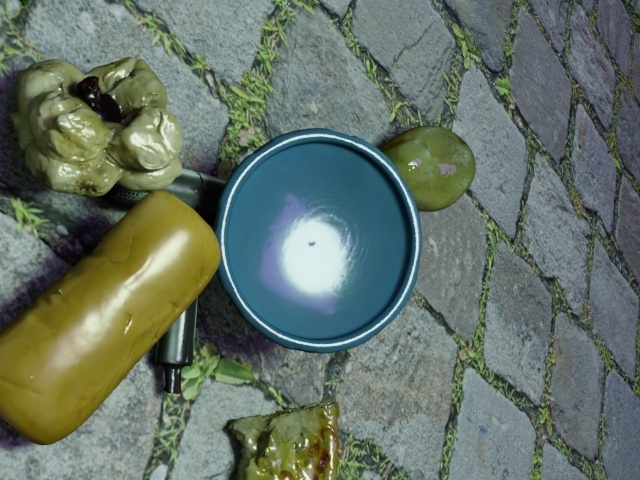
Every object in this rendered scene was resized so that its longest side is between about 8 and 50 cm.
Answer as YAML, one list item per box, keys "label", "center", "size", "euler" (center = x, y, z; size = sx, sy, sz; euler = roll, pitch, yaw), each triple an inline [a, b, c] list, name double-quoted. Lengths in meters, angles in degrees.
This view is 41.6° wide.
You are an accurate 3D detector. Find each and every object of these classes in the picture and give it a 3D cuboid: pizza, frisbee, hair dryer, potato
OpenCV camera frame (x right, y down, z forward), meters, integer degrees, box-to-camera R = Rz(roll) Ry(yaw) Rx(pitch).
- label: "pizza"
  center: [-0.046, 0.345, 1.133]
  size: [0.223, 0.090, 0.323]
  euler: [42, 50, -42]
- label: "frisbee"
  center: [-0.003, 0.000, 1.082]
  size: [0.290, 0.049, 0.289]
  euler: [1, 88, -23]
- label: "hair dryer"
  center: [-0.140, 0.036, 1.114]
  size: [0.320, 0.156, 0.283]
  euler: [0, 101, -39]
- label: "potato"
  center: [0.176, -0.125, 1.482]
  size: [0.194, 0.157, 0.157]
  euler: [-6, 86, -51]

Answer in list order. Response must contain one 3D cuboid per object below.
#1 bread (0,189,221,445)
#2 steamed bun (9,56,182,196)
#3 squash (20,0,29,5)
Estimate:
- label: "bread"
  center: [-0.223, 0.078, 0.905]
  size: [0.305, 0.091, 0.142]
  euler: [-50, 140, -26]
- label: "steamed bun"
  center: [-0.245, -0.143, 0.940]
  size: [0.178, 0.106, 0.192]
  euler: [2, 42, -39]
- label: "squash"
  center: [-0.435, -0.276, 0.784]
  size: [0.379, 0.101, 0.101]
  euler: [0, 81, -53]
